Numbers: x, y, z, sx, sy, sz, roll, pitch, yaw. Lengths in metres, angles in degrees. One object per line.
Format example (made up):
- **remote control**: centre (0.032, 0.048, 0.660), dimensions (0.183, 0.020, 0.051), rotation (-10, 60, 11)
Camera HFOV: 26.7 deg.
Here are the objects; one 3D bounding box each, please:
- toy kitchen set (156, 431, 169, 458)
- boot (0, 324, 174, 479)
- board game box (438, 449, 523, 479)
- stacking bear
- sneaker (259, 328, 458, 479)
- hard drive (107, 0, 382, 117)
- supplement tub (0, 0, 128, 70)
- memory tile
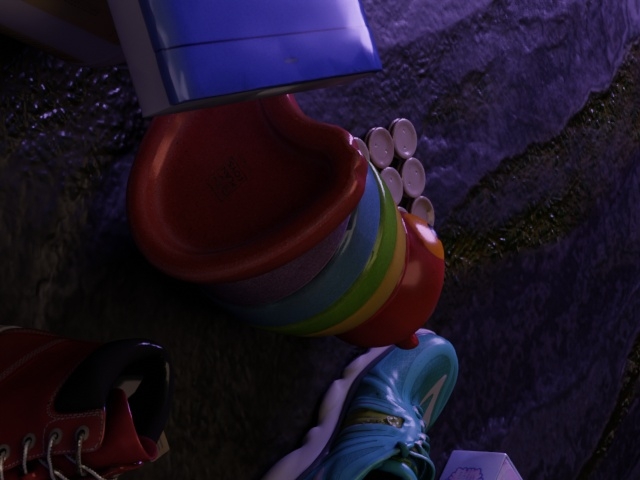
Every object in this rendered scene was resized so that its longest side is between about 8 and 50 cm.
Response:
- **toy kitchen set**: centre (-0.139, 0.128, 0.902), dimensions (0.083, 0.068, 0.075), rotation (-34, 114, -45)
- **boot**: centre (-0.189, 0.146, 0.758), dimensions (0.244, 0.176, 0.088), rotation (-56, 130, -33)
- **board game box**: centre (0.154, 0.415, 1.241), dimensions (0.318, 0.066, 0.318), rotation (56, 50, -32)
- **stacking bear**: centre (0.000, 0.000, 1.010), dimensions (0.164, 0.175, 0.289), rotation (-42, 146, 9)
- **sneaker**: centre (0.050, 0.180, 1.093), dimensions (0.275, 0.110, 0.107), rotation (-51, 125, -39)
- **hard drive**: centre (-0.074, -0.241, 0.807), dimensions (0.210, 0.040, 0.318), rotation (-18, 92, -54)
- **supplement tub**: centre (-0.165, -0.191, 0.826), dimensions (0.200, 0.144, 0.144), rotation (21, 73, -48)
- **memory tile**: centre (0.062, -0.029, 1.193), dimensions (0.113, 0.012, 0.148), rotation (-27, 108, -47)
